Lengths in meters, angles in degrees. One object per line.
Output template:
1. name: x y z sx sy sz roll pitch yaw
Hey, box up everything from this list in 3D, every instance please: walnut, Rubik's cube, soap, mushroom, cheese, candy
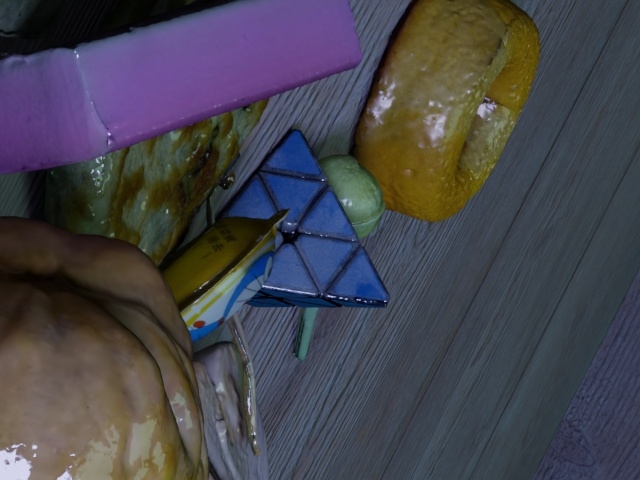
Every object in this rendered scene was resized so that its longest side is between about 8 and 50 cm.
1. walnut: -0.227 0.163 1.220 0.306 0.306 0.344 -26 147 -58
2. Rubik's cube: 0.000 0.000 1.728 0.190 0.178 0.211 -68 160 2
3. soap: -0.119 -0.120 1.234 0.259 0.181 0.081 -23 103 -44
4. mushroom: -0.083 0.066 1.655 0.026 0.028 0.286 -11 99 -43
5. cheese: -0.132 0.060 1.552 0.270 0.069 0.177 -41 -173 -7
6. candy: 0.001 0.031 1.910 0.093 0.092 0.335 -16 145 -21
7. mushroom: -0.151 0.189 1.682 0.236 0.162 0.173 68 15 -50

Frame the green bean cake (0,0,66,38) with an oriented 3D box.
1. green bean cake: -0.208 -0.227 1.090 0.183 0.094 0.185 0 114 -67

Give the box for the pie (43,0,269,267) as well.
1. pie: -0.132 -0.095 1.457 0.302 0.067 0.302 -52 157 -33

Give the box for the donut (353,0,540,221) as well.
1. donut: 0.154 -0.157 2.001 0.303 0.110 0.303 -50 156 -33
